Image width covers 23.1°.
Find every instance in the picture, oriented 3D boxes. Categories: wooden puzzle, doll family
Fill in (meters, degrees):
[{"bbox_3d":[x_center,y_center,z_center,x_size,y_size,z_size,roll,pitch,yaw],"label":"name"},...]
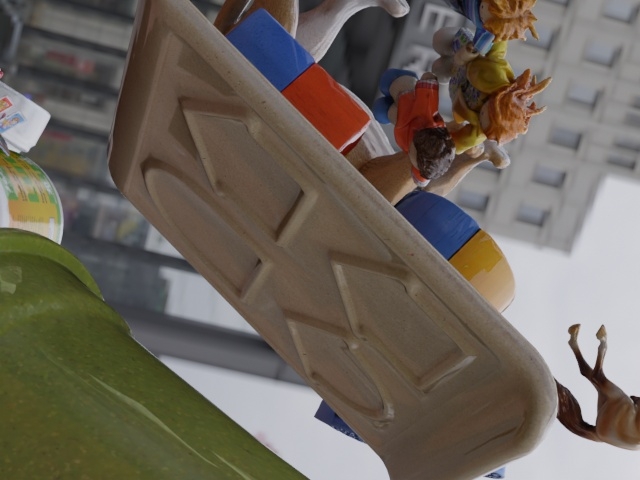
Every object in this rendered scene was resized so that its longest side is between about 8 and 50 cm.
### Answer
[{"bbox_3d":[0.000,0.000,0.990,0.080,0.348,0.322,-38,175,-20],"label":"wooden puzzle"},{"bbox_3d":[0.113,-0.163,1.186,0.163,0.118,0.263,-116,-160,-61],"label":"doll family"}]

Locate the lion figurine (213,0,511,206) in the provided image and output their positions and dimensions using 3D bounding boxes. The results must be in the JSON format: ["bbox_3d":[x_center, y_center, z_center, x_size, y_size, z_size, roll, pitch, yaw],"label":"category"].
[{"bbox_3d":[0.001,-0.092,1.371,0.240,0.392,0.142,-35,167,18],"label":"lion figurine"}]

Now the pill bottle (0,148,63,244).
[{"bbox_3d":[-0.309,-0.017,1.287,0.246,0.136,0.136,2,102,-83],"label":"pill bottle"}]

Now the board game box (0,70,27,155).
[{"bbox_3d":[-0.275,-0.145,1.195,0.133,0.033,0.168,55,-3,33],"label":"board game box"}]

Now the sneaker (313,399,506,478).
[{"bbox_3d":[0.099,0.168,1.546,0.232,0.081,0.090,10,-106,39],"label":"sneaker"}]

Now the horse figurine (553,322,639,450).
[{"bbox_3d":[0.359,0.165,1.686,0.066,0.263,0.174,-22,99,-67],"label":"horse figurine"}]

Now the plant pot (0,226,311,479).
[{"bbox_3d":[-0.114,0.167,0.785,0.276,0.254,0.276,-39,142,-39],"label":"plant pot"}]

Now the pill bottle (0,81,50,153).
[{"bbox_3d":[-0.390,-0.026,1.506,0.301,0.169,0.169,-59,-170,-4],"label":"pill bottle"}]
